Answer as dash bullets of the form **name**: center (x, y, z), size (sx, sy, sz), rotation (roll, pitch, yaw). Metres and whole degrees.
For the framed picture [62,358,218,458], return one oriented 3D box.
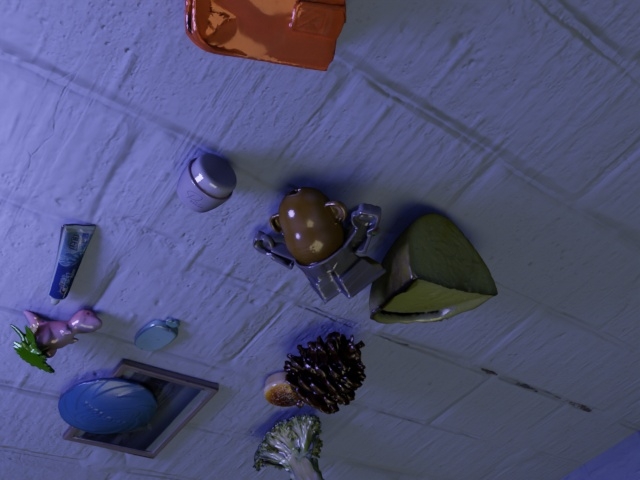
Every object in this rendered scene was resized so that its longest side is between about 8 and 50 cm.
- **framed picture**: center (-0.579, 0.551, 1.964), size (0.326, 0.028, 0.446), rotation (24, 123, -29)

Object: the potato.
- **potato**: center (0.254, 0.087, 1.637), size (0.331, 0.212, 0.280), rotation (13, 146, -35)

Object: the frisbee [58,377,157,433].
- **frisbee**: center (-0.646, 0.519, 1.868), size (0.290, 0.049, 0.289), rotation (-6, 133, -6)

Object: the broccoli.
- **broccoli**: center (-0.038, 0.743, 2.055), size (0.252, 0.362, 0.221), rotation (-37, 135, -32)

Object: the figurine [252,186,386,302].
- **figurine**: center (0.001, 0.000, 1.474), size (0.343, 0.167, 0.284), rotation (-26, 118, 13)

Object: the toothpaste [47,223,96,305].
- **toothpaste**: center (-0.617, 0.061, 1.497), size (0.069, 0.047, 0.268), rotation (22, 121, -14)

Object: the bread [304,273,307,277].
- **bread**: center (-0.013, 0.068, 1.638), size (0.081, 0.046, 0.083), rotation (-39, 127, 15)

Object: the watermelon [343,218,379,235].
- **watermelon**: center (0.101, -0.041, 1.566), size (0.092, 0.072, 0.084), rotation (6, 159, 35)

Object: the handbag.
- **handbag**: center (-0.067, -0.510, 1.049), size (0.304, 0.116, 0.410), rotation (5, 131, -17)

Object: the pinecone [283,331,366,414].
- **pinecone**: center (0.021, 0.394, 1.826), size (0.257, 0.243, 0.243), rotation (-26, 136, -17)

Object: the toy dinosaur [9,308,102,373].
- **toy dinosaur**: center (-0.688, 0.227, 1.579), size (0.194, 0.177, 0.152), rotation (12, 140, 15)

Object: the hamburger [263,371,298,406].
- **hamburger**: center (-0.112, 0.481, 1.968), size (0.141, 0.081, 0.126), rotation (0, 132, -12)

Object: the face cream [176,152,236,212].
- **face cream**: center (-0.252, -0.126, 1.358), size (0.117, 0.117, 0.104), rotation (28, 128, -32)

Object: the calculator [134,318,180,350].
- **calculator**: center (-0.459, 0.266, 1.735), size (0.153, 0.021, 0.095), rotation (-35, 130, 23)
